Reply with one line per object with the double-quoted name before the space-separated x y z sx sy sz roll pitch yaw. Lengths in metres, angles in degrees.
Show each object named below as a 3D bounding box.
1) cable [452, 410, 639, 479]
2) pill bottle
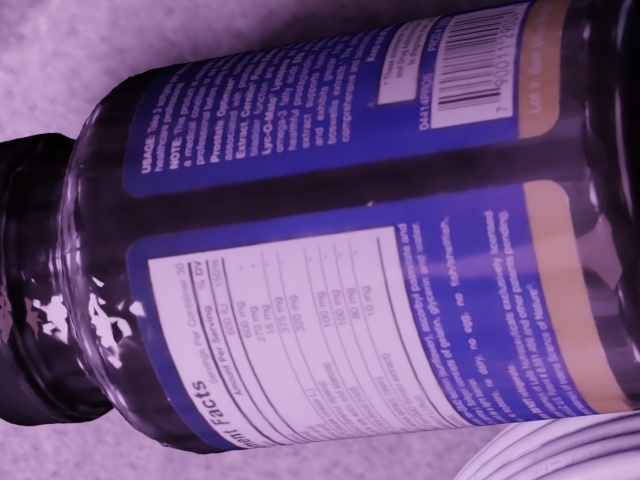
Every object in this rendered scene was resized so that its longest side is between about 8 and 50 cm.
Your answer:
"cable" 0.153 0.153 0.600 0.257 0.089 0.257 42 123 -10
"pill bottle" 0.000 0.000 0.534 0.219 0.123 0.122 -8 118 22
